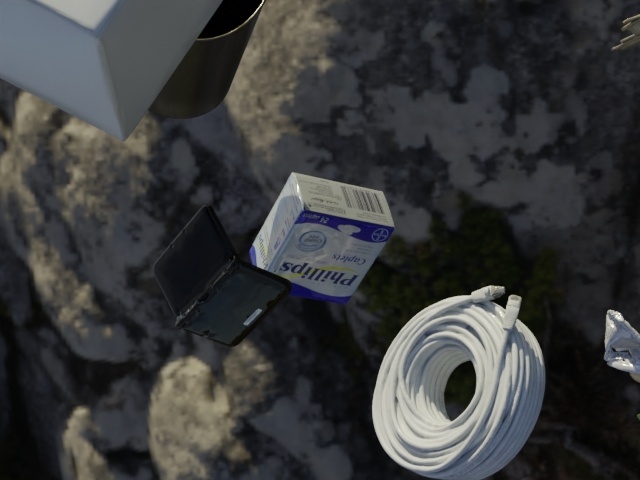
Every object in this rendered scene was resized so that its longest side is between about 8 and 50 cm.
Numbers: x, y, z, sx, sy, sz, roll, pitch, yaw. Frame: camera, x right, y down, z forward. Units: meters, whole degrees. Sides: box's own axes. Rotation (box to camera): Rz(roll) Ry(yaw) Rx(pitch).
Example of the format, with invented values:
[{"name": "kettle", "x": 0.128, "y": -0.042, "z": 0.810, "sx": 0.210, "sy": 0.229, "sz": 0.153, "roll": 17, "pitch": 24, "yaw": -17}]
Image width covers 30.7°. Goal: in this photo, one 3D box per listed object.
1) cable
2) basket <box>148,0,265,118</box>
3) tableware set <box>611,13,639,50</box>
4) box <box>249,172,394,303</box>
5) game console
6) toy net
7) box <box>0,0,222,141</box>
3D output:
[{"name": "cable", "x": 0.186, "y": 0.202, "z": 1.602, "sx": 0.257, "sy": 0.089, "sz": 0.257, "roll": -13, "pitch": 63, "yaw": 45}, {"name": "basket", "x": -0.142, "y": -0.239, "z": 1.242, "sx": 0.227, "sy": 0.154, "sz": 0.204, "roll": 119, "pitch": 157, "yaw": -65}, {"name": "tableware set", "x": 0.411, "y": -0.263, "z": 1.358, "sx": 0.141, "sy": 0.169, "sz": 0.020, "roll": -24, "pitch": 87, "yaw": 5}, {"name": "box", "x": 0.000, "y": 0.000, "z": 1.401, "sx": 0.137, "sy": 0.126, "sz": 0.072, "roll": -60, "pitch": 32, "yaw": 36}, {"name": "game console", "x": -0.102, "y": 0.039, "z": 1.203, "sx": 0.122, "sy": 0.107, "sz": 0.071, "roll": -46, "pitch": 32, "yaw": 38}, {"name": "toy net", "x": 0.331, "y": 0.155, "z": 1.133, "sx": 0.045, "sy": 0.232, "sz": 0.122, "roll": -43, "pitch": 36, "yaw": 2}, {"name": "box", "x": -0.165, "y": -0.293, "z": 0.940, "sx": 0.215, "sy": 0.345, "sz": 0.168, "roll": 28, "pitch": 159, "yaw": 9}]
